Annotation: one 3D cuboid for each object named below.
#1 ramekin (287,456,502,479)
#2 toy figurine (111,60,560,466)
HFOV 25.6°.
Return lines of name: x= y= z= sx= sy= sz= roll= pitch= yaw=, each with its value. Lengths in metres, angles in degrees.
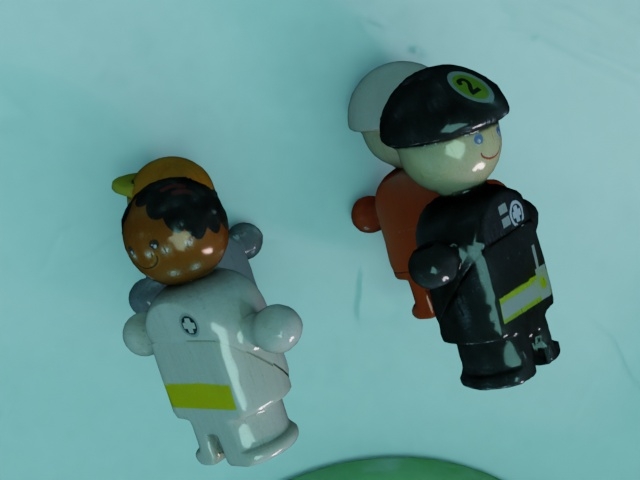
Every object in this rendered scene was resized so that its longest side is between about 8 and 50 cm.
ramekin: x=0.047 y=0.298 z=0.845 sx=0.303 sy=0.148 sz=0.303 roll=-3 pitch=109 yaw=-9
toy figurine: x=0.000 y=0.000 z=0.704 sx=0.209 sy=0.213 sz=0.148 roll=-17 pitch=101 yaw=-1
